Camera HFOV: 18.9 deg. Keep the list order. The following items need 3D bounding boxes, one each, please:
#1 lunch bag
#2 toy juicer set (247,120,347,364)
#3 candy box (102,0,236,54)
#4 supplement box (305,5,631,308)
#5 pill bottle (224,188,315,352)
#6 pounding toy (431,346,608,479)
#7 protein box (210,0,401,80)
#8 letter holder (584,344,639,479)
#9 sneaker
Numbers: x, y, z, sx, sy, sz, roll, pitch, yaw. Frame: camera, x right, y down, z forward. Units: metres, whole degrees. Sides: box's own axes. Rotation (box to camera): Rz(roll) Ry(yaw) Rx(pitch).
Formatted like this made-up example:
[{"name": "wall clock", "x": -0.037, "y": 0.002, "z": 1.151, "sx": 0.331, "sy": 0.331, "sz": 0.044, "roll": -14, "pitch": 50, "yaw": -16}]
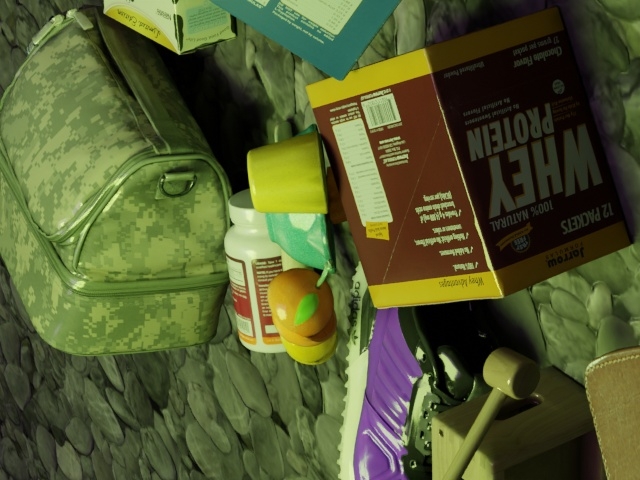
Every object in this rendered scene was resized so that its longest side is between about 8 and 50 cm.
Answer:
[{"name": "lunch bag", "x": -0.213, "y": -0.068, "z": 1.979, "sx": 0.305, "sy": 0.213, "sz": 0.256, "roll": 58, "pitch": 140, "yaw": 45}, {"name": "toy juicer set", "x": 0.000, "y": 0.000, "z": 1.712, "sx": 0.329, "sy": 0.089, "sz": 0.209, "roll": -78, "pitch": -20, "yaw": -83}, {"name": "candy box", "x": -0.161, "y": -0.318, "z": 1.885, "sx": 0.159, "sy": 0.071, "sz": 0.233, "roll": 31, "pitch": 134, "yaw": 49}, {"name": "supplement box", "x": 0.113, "y": -0.060, "z": 1.511, "sx": 0.191, "sy": 0.129, "sz": 0.194, "roll": -9, "pitch": 99, "yaw": 61}, {"name": "pill bottle", "x": -0.048, "y": 0.027, "z": 1.896, "sx": 0.086, "sy": 0.086, "sz": 0.152, "roll": 25, "pitch": 128, "yaw": 53}, {"name": "pounding toy", "x": 0.139, "y": 0.165, "z": 1.554, "sx": 0.094, "sy": 0.181, "sz": 0.206, "roll": 35, "pitch": 136, "yaw": 47}, {"name": "protein box", "x": -0.003, "y": -0.269, "z": 1.441, "sx": 0.200, "sy": 0.136, "sz": 0.201, "roll": 31, "pitch": 135, "yaw": -7}, {"name": "letter holder", "x": 0.311, "y": 0.067, "z": 1.226, "sx": 0.302, "sy": 0.152, "sz": 0.214, "roll": -8, "pitch": 99, "yaw": 61}, {"name": "sneaker", "x": 0.096, "y": 0.142, "z": 1.650, "sx": 0.146, "sy": 0.102, "sz": 0.293, "roll": -6, "pitch": 86, "yaw": 54}]
